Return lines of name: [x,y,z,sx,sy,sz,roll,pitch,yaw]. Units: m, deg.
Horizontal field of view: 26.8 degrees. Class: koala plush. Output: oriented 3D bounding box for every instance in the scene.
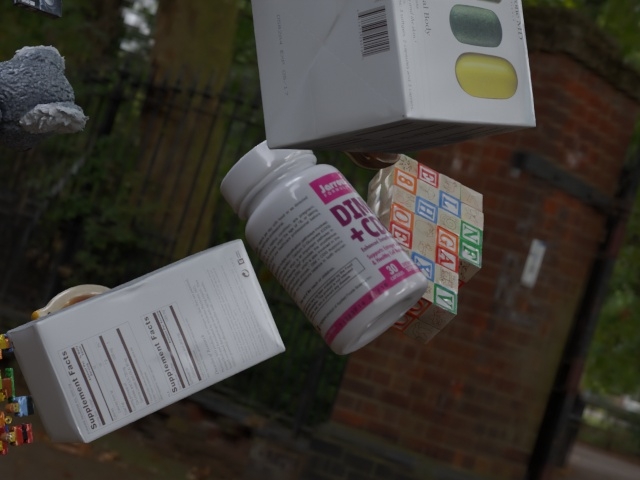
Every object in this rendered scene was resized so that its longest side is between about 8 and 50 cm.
koala plush: [-0.411,-0.168,1.687,0.221,0.203,0.196,-12,40,-13]

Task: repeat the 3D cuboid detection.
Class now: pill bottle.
pill bottle: [0.000,0.000,1.816,0.283,0.160,0.160,51,5,13]

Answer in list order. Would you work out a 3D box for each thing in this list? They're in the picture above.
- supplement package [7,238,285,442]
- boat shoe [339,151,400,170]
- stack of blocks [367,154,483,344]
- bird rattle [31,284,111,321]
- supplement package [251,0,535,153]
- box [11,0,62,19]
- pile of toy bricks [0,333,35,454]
supplement package: [-0.188,0.109,1.446,0.244,0.134,0.139,-23,3,-26]
boat shoe: [0.068,-0.145,1.952,0.060,0.064,0.178,-5,-16,36]
stack of blocks: [0.159,0.015,2.107,0.171,0.297,0.087,26,-49,-16]
bird rattle: [-0.373,0.156,2.273,0.207,0.253,0.143,50,-20,22]
supplement package: [0.086,-0.212,1.532,0.198,0.199,0.262,-9,-4,39]
box: [-0.433,-0.381,2.057,0.018,0.067,0.083,-10,-16,38]
pile of toy bricks: [-0.538,0.243,2.152,0.118,0.212,0.105,-9,-2,44]
